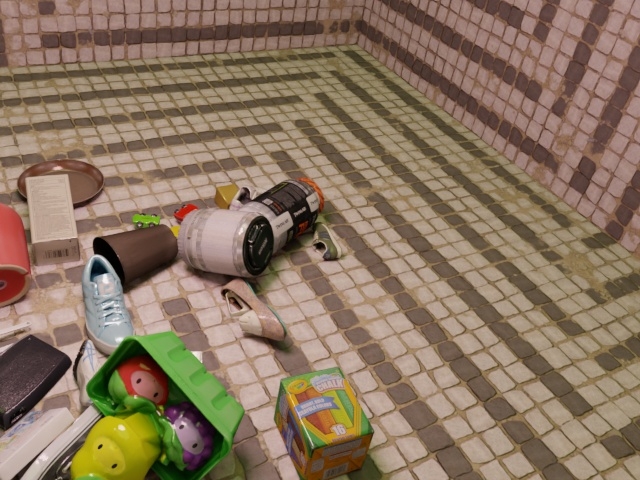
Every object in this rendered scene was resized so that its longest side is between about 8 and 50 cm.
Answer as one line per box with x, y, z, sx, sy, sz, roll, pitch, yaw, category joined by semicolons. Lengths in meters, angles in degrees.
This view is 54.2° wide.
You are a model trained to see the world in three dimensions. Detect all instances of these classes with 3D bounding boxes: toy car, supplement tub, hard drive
-0.574;-0.057;2.298;0.225;0.053;0.239;5;37;-6;toy car
-0.146;-0.098;2.328;0.207;0.207;0.338;29;42;22;supplement tub
-0.815;0.367;1.685;0.172;0.054;0.255;27;41;7;hard drive

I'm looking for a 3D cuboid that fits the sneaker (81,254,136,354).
-0.655;0.184;1.892;0.135;0.150;0.366;-15;45;-29;sneaker

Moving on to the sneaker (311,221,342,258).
0.000;0.000;2.353;0.086;0.064;0.192;-9;45;-32;sneaker

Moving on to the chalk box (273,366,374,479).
-0.010;0.464;1.670;0.180;0.179;0.289;-9;42;-24;chalk box

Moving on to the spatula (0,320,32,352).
-0.910;0.318;1.753;0.242;0.019;0.168;-17;54;-38;spatula

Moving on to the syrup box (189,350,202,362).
-0.451;0.366;1.741;0.236;0.093;0.096;3;56;-10;syrup box

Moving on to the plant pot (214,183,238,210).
-0.361;-0.161;2.465;0.081;0.081;0.083;-14;56;-29;plant pot

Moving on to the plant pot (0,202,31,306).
-1.011;0.056;1.899;0.275;0.275;0.243;-18;55;-32;plant pot

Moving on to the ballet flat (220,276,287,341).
-0.225;0.232;1.986;0.106;0.108;0.316;-20;37;-27;ballet flat

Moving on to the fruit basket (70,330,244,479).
-0.413;0.438;1.483;0.392;0.283;0.392;34;27;-20;fruit basket

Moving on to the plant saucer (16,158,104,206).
-0.988;-0.210;2.394;0.310;0.050;0.311;7;37;-5;plant saucer

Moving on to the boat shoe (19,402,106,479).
-0.599;0.534;1.485;0.119;0.121;0.335;36;46;1;boat shoe

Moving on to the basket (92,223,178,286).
-0.609;0.035;2.099;0.204;0.154;0.227;38;42;28;basket

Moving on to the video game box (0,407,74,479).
-0.717;0.487;1.490;0.187;0.048;0.205;-14;21;38;video game box

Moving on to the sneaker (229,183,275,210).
-0.247;-0.160;2.429;0.114;0.152;0.305;23;38;18;sneaker

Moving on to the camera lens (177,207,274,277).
-0.310;0.005;2.106;0.274;0.219;0.219;6;34;25;camera lens

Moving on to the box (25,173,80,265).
-0.916;-0.076;2.141;0.148;0.121;0.311;-7;51;-21;box

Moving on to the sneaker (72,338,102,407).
-0.630;0.369;1.732;0.086;0.085;0.237;18;25;-36;sneaker

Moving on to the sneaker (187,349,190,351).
-0.459;0.325;1.831;0.170;0.063;0.075;-1;45;-7;sneaker
